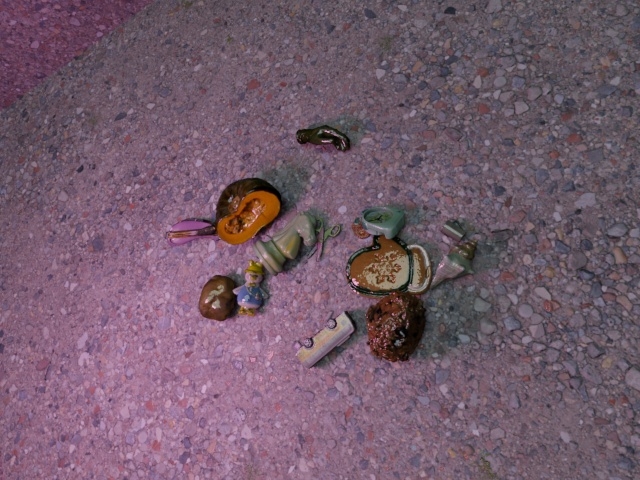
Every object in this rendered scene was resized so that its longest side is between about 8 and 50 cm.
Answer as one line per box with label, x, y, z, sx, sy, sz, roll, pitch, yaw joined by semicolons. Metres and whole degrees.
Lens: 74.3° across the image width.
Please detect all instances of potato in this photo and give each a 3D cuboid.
potato;-0.449;0.251;1.853;0.155;0.137;0.200;9;79;-5

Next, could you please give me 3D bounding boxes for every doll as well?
doll;-0.298;0.205;1.829;0.135;0.099;0.240;3;79;26

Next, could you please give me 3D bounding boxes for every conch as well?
conch;0.500;0.087;1.548;0.114;0.137;0.234;32;75;38

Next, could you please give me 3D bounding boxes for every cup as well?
cup;0.518;-0.037;1.635;0.083;0.075;0.054;37;127;21

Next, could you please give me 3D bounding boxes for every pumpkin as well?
pumpkin;-0.322;-0.150;1.896;0.325;0.242;0.232;-38;38;11

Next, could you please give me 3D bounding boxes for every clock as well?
clock;0.236;-0.080;1.703;0.189;0.060;0.148;16;44;33

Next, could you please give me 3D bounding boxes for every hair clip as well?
hair clip;-0.602;-0.045;2.029;0.359;0.095;0.110;-3;109;27

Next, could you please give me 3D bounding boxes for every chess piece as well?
chess piece;-0.132;0.003;1.803;0.298;0.176;0.175;-39;66;-5

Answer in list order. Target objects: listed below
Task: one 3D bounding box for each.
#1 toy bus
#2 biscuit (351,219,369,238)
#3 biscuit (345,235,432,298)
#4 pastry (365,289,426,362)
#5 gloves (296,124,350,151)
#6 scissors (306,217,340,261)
toy bus;0.024;0.391;1.670;0.268;0.092;0.106;-41;75;5
biscuit;0.176;-0.050;1.772;0.078;0.015;0.091;-34;68;6
biscuit;0.265;0.091;1.679;0.344;0.057;0.287;-4;75;18
pastry;0.262;0.307;1.525;0.193;0.275;0.274;16;82;31
gloves;0.013;-0.463;1.891;0.268;0.135;0.107;17;123;24
scissors;0.000;0.000;1.819;0.134;0.020;0.187;19;81;26
